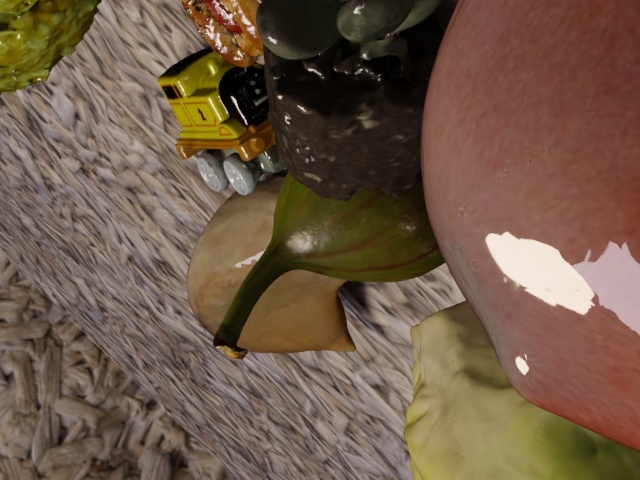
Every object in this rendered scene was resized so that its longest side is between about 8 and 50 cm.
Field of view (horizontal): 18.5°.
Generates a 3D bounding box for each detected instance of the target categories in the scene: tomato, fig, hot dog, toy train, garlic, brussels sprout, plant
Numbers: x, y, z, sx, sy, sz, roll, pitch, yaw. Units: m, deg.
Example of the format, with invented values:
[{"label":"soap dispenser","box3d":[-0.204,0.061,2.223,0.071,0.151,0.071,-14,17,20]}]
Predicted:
[{"label":"tomato","box3d":[0.197,-0.045,0.891,0.321,0.321,0.321,41,164,15]},{"label":"fig","box3d":[0.000,0.000,1.607,0.151,0.259,0.151,50,167,16]},{"label":"hot dog","box3d":[-0.101,-0.226,1.670,0.191,0.059,0.108,49,160,-5]},{"label":"toy train","box3d":[-0.079,-0.117,1.830,0.127,0.089,0.219,61,161,-15]},{"label":"garlic","box3d":[-0.028,0.012,2.002,0.196,0.151,0.338,18,155,-1]},{"label":"brussels sprout","box3d":[0.204,0.180,1.611,0.316,0.243,0.274,54,-173,-12]},{"label":"plant","box3d":[0.024,-0.151,1.382,0.274,0.149,0.146,90,159,-60]}]

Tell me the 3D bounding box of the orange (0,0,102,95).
[{"label":"orange","box3d":[-0.340,-0.288,1.826,0.300,0.223,0.301,24,152,28]}]
